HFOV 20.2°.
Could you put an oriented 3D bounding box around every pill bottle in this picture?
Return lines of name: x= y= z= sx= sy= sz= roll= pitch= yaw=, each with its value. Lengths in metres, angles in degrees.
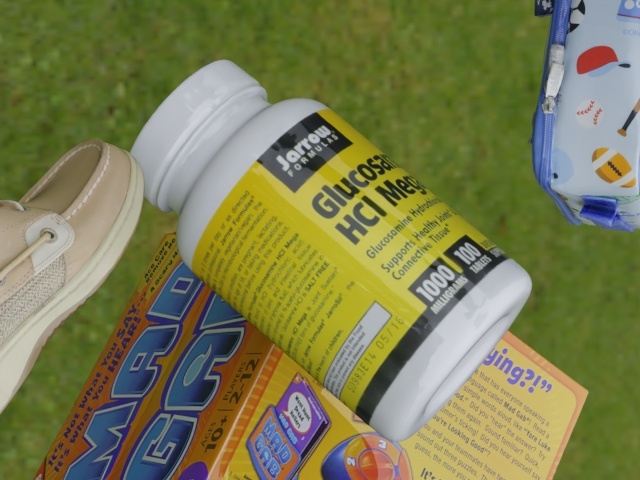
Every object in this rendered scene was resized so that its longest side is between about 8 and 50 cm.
pill bottle: x=0.000 y=0.000 z=1.538 sx=0.188 sy=0.334 sz=0.188 roll=-47 pitch=168 yaw=-13

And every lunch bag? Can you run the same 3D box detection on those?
lunch bag: x=0.248 y=-0.125 z=1.520 sx=0.303 sy=0.115 sz=0.243 roll=26 pitch=73 yaw=-72

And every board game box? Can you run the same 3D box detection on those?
board game box: x=-0.021 y=0.219 z=1.829 sx=0.356 sy=0.356 sz=0.356 roll=37 pitch=67 yaw=-25

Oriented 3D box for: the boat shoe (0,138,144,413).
boat shoe: x=-0.242 y=0.020 z=1.348 sx=0.110 sy=0.122 sz=0.341 roll=52 pitch=41 yaw=-22
